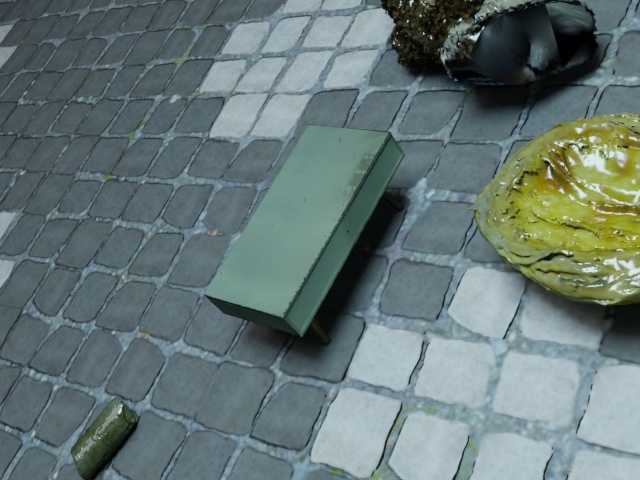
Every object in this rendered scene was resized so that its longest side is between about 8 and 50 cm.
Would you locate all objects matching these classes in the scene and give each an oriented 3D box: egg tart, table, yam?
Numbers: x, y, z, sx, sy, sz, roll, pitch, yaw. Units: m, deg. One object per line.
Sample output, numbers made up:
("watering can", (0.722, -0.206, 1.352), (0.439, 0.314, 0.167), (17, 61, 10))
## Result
("egg tart", (0.267, -0.020, 0.785), (0.252, 0.098, 0.231), (1, 50, 31))
("table", (0.000, 0.000, 0.939), (0.122, 0.111, 0.240), (12, 64, 41))
("yam", (-0.253, 0.229, 0.979), (0.094, 0.043, 0.043), (-49, 43, -11))

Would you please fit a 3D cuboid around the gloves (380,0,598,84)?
("gloves", (0.180, -0.282, 1.028), (0.210, 0.135, 0.312), (-31, 43, 10))
